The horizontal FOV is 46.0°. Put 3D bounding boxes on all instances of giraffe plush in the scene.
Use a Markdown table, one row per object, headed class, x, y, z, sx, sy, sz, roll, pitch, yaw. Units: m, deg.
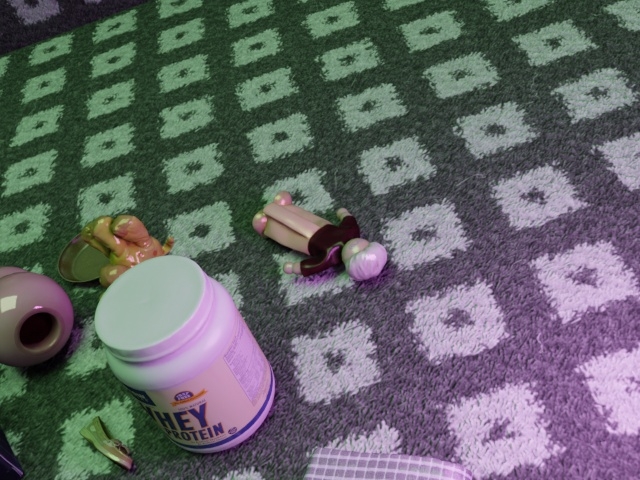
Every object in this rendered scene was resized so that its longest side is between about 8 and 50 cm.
| class | x | y | z | sx | sy | sz | roll | pitch | yaw |
| --- | --- | --- | --- | --- | --- | --- | --- | --- | --- |
| giraffe plush | -0.442 | 0.060 | 1.703 | 0.181 | 0.210 | 0.171 | -18 | 54 | 46 |

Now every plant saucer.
| class | x | y | z | sx | sy | sz | roll | pitch | yaw |
| --- | --- | --- | --- | --- | --- | --- | --- | --- | --- |
| plant saucer | -0.545 | 0.036 | 1.849 | 0.198 | 0.036 | 0.199 | -12 | 44 | 12 |

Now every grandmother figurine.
| class | x | y | z | sx | sy | sz | roll | pitch | yaw |
| --- | --- | --- | --- | --- | --- | --- | --- | --- | --- |
| grandmother figurine | 0.000 | 0.000 | 1.621 | 0.342 | 0.104 | 0.208 | 23 | 68 | 40 |

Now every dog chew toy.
| class | x | y | z | sx | sy | sz | roll | pitch | yaw |
| --- | --- | --- | --- | --- | --- | --- | --- | --- | --- |
| dog chew toy | -0.697 | 0.152 | 1.690 | 0.332 | 0.207 | 0.206 | 19 | 57 | 44 |

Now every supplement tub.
| class | x | y | z | sx | sy | sz | roll | pitch | yaw |
| --- | --- | --- | --- | --- | --- | --- | --- | --- | --- |
| supplement tub | -0.236 | 0.206 | 1.348 | 0.235 | 0.325 | 0.235 | -12 | 45 | 12 |

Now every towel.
| class | x | y | z | sx | sy | sz | roll | pitch | yaw |
| --- | --- | --- | --- | --- | --- | --- | --- | --- | --- |
| towel | 0.078 | 0.442 | 1.140 | 0.283 | 0.121 | 0.235 | 0 | 47 | 22 |

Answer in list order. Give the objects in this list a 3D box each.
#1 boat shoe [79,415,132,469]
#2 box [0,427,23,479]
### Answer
| class | x | y | z | sx | sy | sz | roll | pitch | yaw |
| --- | --- | --- | --- | --- | --- | --- | --- | --- | --- |
| boat shoe | -0.402 | 0.385 | 1.438 | 0.153 | 0.056 | 0.048 | 19 | 61 | 44 |
| box | -0.807 | 0.336 | 1.476 | 0.212 | 0.293 | 0.395 | -38 | 46 | -16 |
